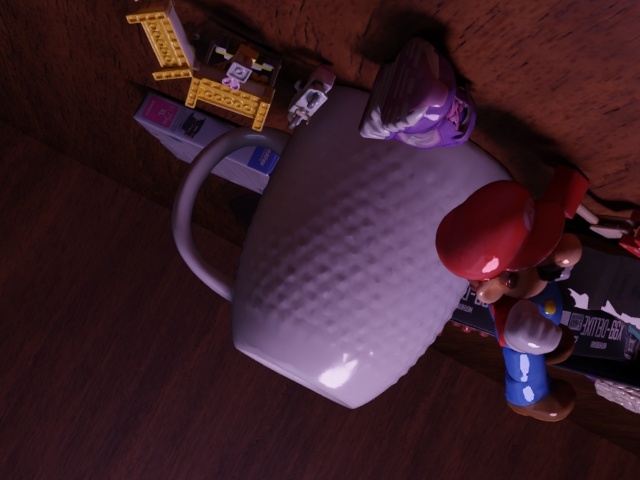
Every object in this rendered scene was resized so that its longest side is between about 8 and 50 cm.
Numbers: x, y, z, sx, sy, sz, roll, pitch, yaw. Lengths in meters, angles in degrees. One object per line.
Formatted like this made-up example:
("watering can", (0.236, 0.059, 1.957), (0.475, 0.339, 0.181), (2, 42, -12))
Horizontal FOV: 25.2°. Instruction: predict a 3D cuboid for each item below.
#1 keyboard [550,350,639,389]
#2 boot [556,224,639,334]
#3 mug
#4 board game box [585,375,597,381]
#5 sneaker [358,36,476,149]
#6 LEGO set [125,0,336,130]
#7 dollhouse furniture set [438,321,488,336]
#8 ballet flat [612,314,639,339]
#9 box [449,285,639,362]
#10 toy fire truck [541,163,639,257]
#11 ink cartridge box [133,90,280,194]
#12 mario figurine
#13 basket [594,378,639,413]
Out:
("keyboard", (0.444, 0.175, 2.129), (0.317, 0.033, 0.201), (15, -157, 28))
("boot", (0.397, 0.054, 1.745), (0.305, 0.112, 0.115), (24, -158, -2))
("mug", (0.000, 0.000, 1.741), (0.374, 0.328, 0.276), (26, 172, 8))
("board game box", (0.530, 0.235, 2.545), (0.347, 0.056, 0.208), (31, 167, -23))
("sneaker", (0.110, -0.135, 1.417), (0.104, 0.095, 0.236), (21, 178, -7))
("LEGO set", (-0.122, -0.233, 1.618), (0.287, 0.107, 0.132), (35, 135, -20))
("dollhouse furniture set", (0.179, 0.063, 2.376), (0.201, 0.152, 0.374), (21, -173, 35))
("ballet flat", (0.410, 0.078, 1.867), (0.213, 0.068, 0.072), (29, 141, -24))
("box", (0.286, 0.095, 2.026), (0.242, 0.076, 0.307), (18, -176, 37))
("toy fire truck", (0.336, -0.012, 1.579), (0.135, 0.047, 0.192), (22, 171, 37))
("ink cartridge box", (-0.130, -0.133, 2.290), (0.311, 0.065, 0.186), (26, 172, 23))
("mario figurine", (0.244, 0.060, 1.561), (0.198, 0.170, 0.320), (49, 168, 42))
("basket", (0.523, 0.222, 2.264), (0.167, 0.103, 0.113), (25, 171, 20))
